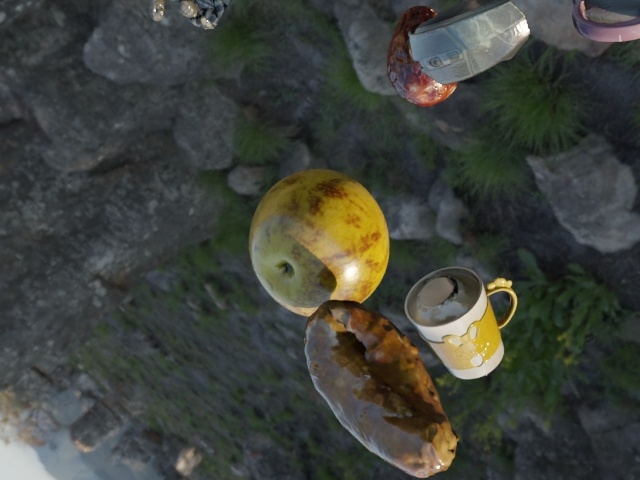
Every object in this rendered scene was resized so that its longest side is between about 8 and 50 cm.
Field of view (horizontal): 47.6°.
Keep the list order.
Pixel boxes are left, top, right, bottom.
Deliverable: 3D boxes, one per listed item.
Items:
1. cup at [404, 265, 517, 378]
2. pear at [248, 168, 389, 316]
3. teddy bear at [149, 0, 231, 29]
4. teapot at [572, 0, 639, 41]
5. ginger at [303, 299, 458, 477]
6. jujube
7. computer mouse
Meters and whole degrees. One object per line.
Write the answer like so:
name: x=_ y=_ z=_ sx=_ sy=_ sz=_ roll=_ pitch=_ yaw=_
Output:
cup: x=0.340 y=0.181 z=1.657 sx=0.226 sy=0.241 sz=0.185 roll=59 pitch=-170 yaw=-31
pear: x=0.000 y=0.000 z=1.360 sx=0.281 sy=0.280 sz=0.280 roll=32 pitch=153 yaw=18
teddy bear: x=-0.336 y=-0.604 z=1.777 sx=0.251 sy=0.171 sz=0.144 roll=15 pitch=-159 yaw=-15
teapot: x=0.412 y=-0.332 z=0.959 sx=0.146 sy=0.148 sz=0.116 roll=29 pitch=131 yaw=36
ginger: x=0.095 y=0.232 z=1.134 sx=0.321 sy=0.165 sz=0.172 roll=49 pitch=167 yaw=28
jujube: x=0.264 y=-0.479 z=1.878 sx=0.197 sy=0.290 sz=0.197 roll=0 pitch=146 yaw=0
computer mouse: x=0.235 y=-0.321 z=1.190 sx=0.231 sy=0.071 sz=0.126 roll=-12 pitch=124 yaw=47
